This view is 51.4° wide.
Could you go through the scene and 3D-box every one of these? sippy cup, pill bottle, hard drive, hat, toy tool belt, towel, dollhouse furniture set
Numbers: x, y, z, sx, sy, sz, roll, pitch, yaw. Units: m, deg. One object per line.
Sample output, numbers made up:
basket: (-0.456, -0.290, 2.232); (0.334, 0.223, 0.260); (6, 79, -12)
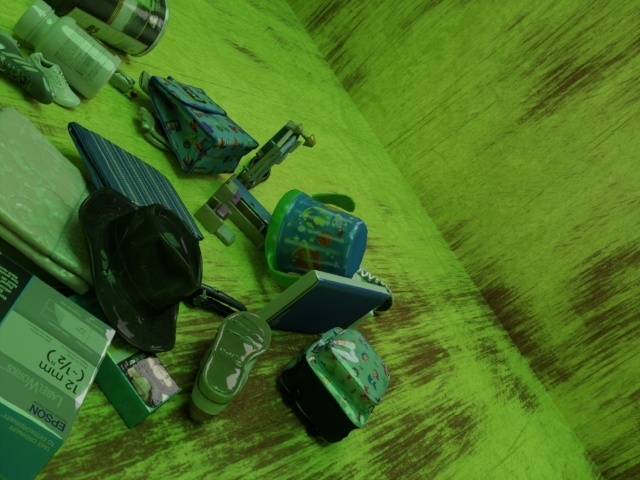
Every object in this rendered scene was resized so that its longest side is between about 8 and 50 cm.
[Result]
sippy cup: (0.000, 0.000, 1.790); (0.224, 0.306, 0.240); (15, -7, 18)
pill bottle: (-0.609, -0.462, 1.600); (0.229, 0.131, 0.131); (40, 26, -24)
hard drive: (0.011, 0.168, 1.697); (0.318, 0.210, 0.040); (17, 41, -52)
hat: (-0.298, 0.035, 1.236); (0.331, 0.133, 0.332); (-21, 90, -79)
toy tool belt: (-0.525, -0.428, 1.802); (0.083, 0.052, 0.051); (40, 34, -25)
towel: (-0.411, -0.120, 1.492); (0.243, 0.040, 0.336); (55, 10, 27)
towel: (-0.507, -0.085, 1.217); (0.317, 0.053, 0.332); (45, 15, -24)
dollhouse furniture set: (-0.128, -0.139, 1.779); (0.198, 0.303, 0.286); (46, 24, -10)

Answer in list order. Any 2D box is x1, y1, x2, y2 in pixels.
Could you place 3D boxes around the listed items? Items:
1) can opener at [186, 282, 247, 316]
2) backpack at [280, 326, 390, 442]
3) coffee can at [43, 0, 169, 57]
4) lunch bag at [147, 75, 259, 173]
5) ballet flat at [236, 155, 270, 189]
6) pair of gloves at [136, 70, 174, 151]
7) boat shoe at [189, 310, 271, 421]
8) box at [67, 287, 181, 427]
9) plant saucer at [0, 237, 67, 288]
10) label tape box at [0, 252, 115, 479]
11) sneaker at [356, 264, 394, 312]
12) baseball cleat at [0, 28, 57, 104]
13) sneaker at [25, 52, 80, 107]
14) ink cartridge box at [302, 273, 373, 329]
can opener: (-0.236, 0.132, 1.501); (0.186, 0.059, 0.073); (30, 30, -38)
backpack: (0.048, 0.325, 1.589); (0.225, 0.191, 0.253); (52, 19, 3)
coffee can: (-0.587, -0.655, 1.831); (0.275, 0.201, 0.202); (19, 39, -51)
lunch bag: (-0.346, -0.334, 1.838); (0.293, 0.138, 0.221); (53, 23, 12)
ballet flat: (-0.196, -0.220, 2.077); (0.084, 0.058, 0.250); (49, 24, -7)
pair of gloves: (-0.429, -0.333, 1.842); (0.204, 0.042, 0.240); (34, 35, -46)
boat shoe: (-0.192, 0.248, 1.358); (0.113, 0.103, 0.302); (37, 25, -1)
box: (-0.361, 0.200, 1.178); (0.244, 0.060, 0.100); (52, 24, 4)
plant saucer: (-0.530, -0.006, 1.202); (0.241, 0.037, 0.241); (41, 25, -24)
label tape box: (-0.465, 0.197, 0.935); (0.249, 0.115, 0.348); (41, 24, -21)
sneaker: (0.123, 0.120, 2.113); (0.292, 0.110, 0.118); (41, 17, -23)
baseball cleat: (-0.677, -0.372, 1.453); (0.206, 0.072, 0.109); (48, 37, 5)
sneaker: (-0.618, -0.369, 1.542); (0.152, 0.061, 0.054); (41, 24, -25)
ink cartridge box: (0.050, 0.138, 1.959); (0.212, 0.093, 0.154); (42, 25, -24)
